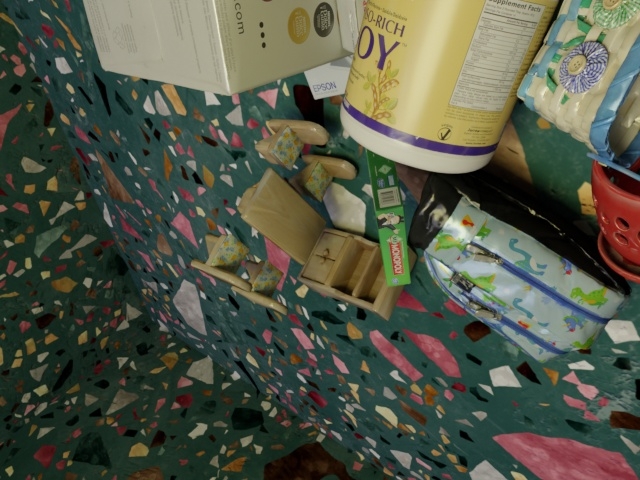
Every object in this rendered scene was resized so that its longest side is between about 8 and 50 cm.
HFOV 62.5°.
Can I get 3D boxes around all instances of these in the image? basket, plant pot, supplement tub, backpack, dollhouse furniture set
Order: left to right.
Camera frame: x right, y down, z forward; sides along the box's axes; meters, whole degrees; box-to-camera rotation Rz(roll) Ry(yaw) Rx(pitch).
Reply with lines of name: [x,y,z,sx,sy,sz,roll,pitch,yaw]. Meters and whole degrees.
dollhouse furniture set: [0.000,0.000,1.159,0.256,0.362,0.394,15,162,39]
supplement tub: [0.176,-0.286,0.720,0.241,0.241,0.331,30,124,24]
backpack: [0.329,0.033,0.898,0.355,0.290,0.273,21,105,12]
basket: [0.400,-0.187,0.608,0.289,0.201,0.255,32,108,34]
plant pot: [0.483,-0.044,0.730,0.191,0.191,0.174,13,141,40]

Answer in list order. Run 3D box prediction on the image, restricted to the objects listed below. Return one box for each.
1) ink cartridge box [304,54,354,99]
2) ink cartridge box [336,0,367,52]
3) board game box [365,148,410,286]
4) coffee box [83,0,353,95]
ink cartridge box: [0.035,-0.388,0.989,0.223,0.045,0.224,4,127,45]
ink cartridge box: [0.103,-0.370,0.831,0.063,0.150,0.109,44,153,48]
board game box: [0.112,-0.107,0.948,0.046,0.317,0.213,-9,142,8]
coffee box: [-0.156,-0.454,0.834,0.338,0.334,0.338,20,128,36]
